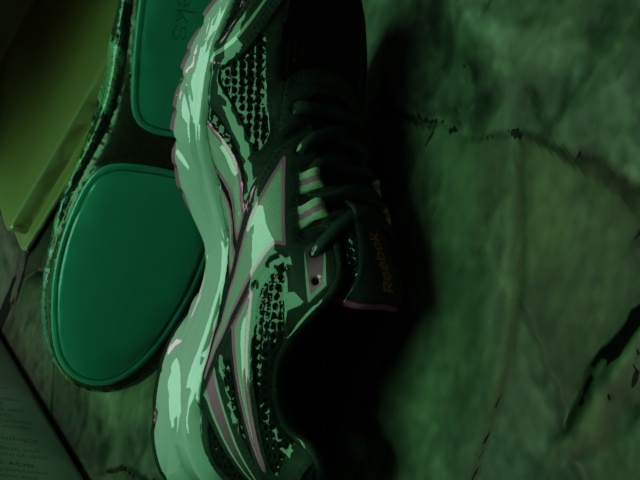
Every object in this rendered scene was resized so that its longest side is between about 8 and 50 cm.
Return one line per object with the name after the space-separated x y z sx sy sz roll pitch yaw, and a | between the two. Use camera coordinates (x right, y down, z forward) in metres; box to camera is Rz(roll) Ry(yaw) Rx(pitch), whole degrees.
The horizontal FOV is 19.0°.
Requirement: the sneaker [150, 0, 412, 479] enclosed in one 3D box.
0.000 0.000 0.608 0.077 0.072 0.178 5 93 50 | sneaker

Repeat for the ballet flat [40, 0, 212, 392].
-0.060 -0.035 0.735 0.070 0.070 0.188 34 108 60 | ballet flat

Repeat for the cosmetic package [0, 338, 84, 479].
-0.170 0.125 0.843 0.231 0.085 0.117 40 115 57 | cosmetic package

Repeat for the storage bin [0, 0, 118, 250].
-0.213 -0.129 0.822 0.260 0.262 0.123 -54 36 39 | storage bin
